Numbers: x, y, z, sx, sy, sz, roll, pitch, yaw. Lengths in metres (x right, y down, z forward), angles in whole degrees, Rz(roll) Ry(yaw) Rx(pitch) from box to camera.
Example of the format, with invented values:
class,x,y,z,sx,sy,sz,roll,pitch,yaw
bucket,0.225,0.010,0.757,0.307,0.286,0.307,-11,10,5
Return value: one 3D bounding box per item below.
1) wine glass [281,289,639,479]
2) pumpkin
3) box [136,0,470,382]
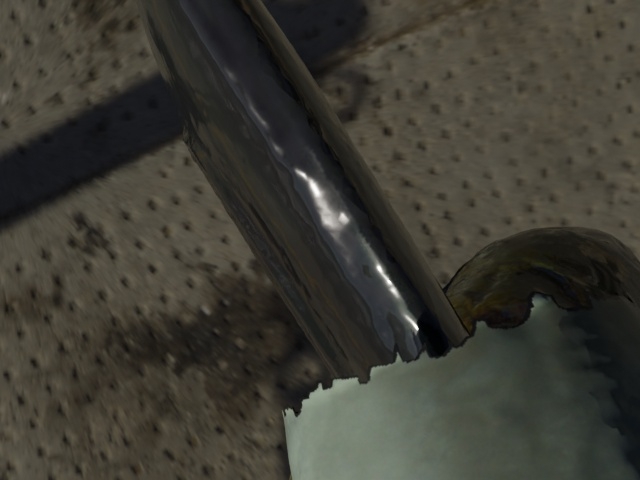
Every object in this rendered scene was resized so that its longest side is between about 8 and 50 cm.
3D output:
class,x,y,z,sx,sy,sz,roll,pitch,yaw
wine glass,0.151,0.149,0.361,0.264,0.096,0.309,-13,78,-26
pumpkin,0.105,0.116,1.071,0.242,0.232,0.325,40,89,10
box,0.000,0.000,0.501,0.042,0.212,0.201,-33,84,-4
